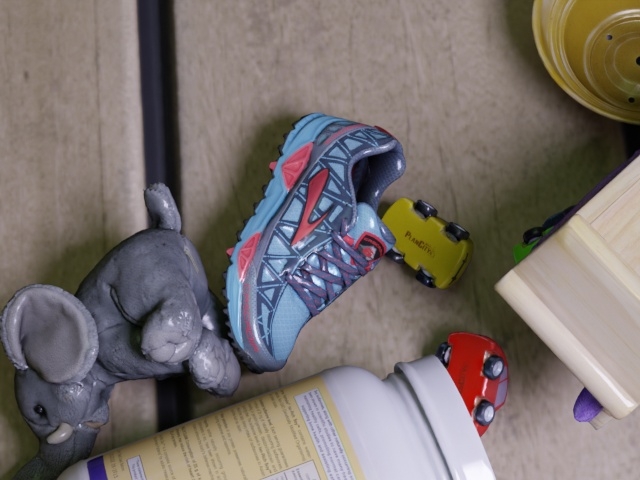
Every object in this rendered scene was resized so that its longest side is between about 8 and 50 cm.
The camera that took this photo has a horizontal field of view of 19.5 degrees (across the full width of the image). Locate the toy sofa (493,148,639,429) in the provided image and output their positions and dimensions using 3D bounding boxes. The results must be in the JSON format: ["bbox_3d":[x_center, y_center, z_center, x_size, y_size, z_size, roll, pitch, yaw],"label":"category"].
[{"bbox_3d":[0.305,-0.015,1.545,0.150,0.177,0.362,48,56,3],"label":"toy sofa"}]

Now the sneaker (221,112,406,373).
[{"bbox_3d":[0.000,0.000,1.670,0.125,0.104,0.261,8,67,28],"label":"sneaker"}]

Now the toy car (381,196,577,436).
[{"bbox_3d":[0.172,0.040,1.645,0.225,0.053,0.239,-28,64,28],"label":"toy car"}]

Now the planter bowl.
[{"bbox_3d":[0.306,-0.187,1.754,0.217,0.090,0.217,-1,68,3],"label":"planter bowl"}]

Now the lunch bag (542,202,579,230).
[{"bbox_3d":[0.246,0.022,1.685,0.067,0.065,0.098,-23,61,-4],"label":"lunch bag"}]

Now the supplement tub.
[{"bbox_3d":[-0.027,0.244,1.515,0.331,0.241,0.241,-20,68,-5],"label":"supplement tub"}]

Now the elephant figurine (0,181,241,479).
[{"bbox_3d":[-0.206,0.101,1.642,0.239,0.169,0.186,-21,38,11],"label":"elephant figurine"}]
